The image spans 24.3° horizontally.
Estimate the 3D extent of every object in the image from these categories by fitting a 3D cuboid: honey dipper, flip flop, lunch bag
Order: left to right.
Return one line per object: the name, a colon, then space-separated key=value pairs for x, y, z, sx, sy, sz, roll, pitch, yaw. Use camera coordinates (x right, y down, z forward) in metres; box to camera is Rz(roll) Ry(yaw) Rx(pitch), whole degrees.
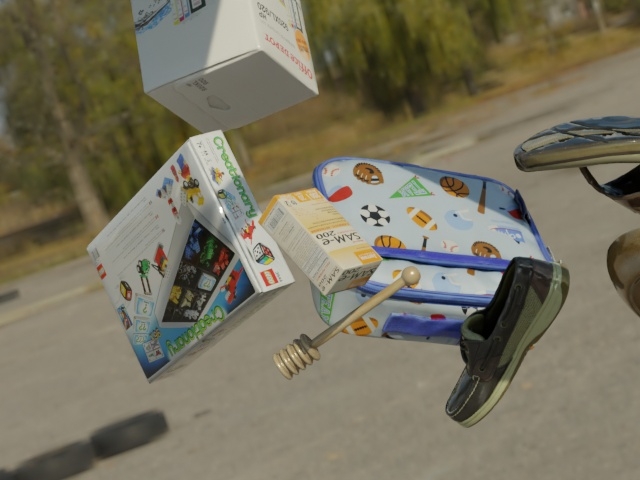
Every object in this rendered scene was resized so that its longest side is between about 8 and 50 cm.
honey dipper: x=0.028 y=0.075 z=1.390 sx=0.161 sy=0.030 sz=0.030 roll=-34 pitch=2 yaw=9
lunch bag: x=0.132 y=0.021 z=1.723 sx=0.303 sy=0.115 sz=0.243 roll=6 pitch=40 yaw=-20
flip flop: x=0.310 y=-0.061 z=1.310 sx=0.277 sy=0.080 sz=0.112 roll=3 pitch=16 yaw=1

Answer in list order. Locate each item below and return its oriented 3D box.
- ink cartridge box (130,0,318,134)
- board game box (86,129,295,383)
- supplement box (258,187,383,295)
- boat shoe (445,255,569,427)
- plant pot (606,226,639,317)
ink cartridge box: x=-0.127 y=-0.283 z=1.898 sx=0.168 sy=0.232 sz=0.171 roll=-19 pitch=-23 yaw=21
board game box: x=-0.160 y=0.027 z=1.727 sx=0.053 sy=0.193 sz=0.305 roll=-18 pitch=-12 yaw=-38
supplement box: x=0.000 y=0.000 z=1.332 sx=0.062 sy=0.098 sz=0.036 roll=-14 pitch=-35 yaw=-52
boat shoe: x=0.183 y=0.103 z=1.583 sx=0.223 sy=0.073 sz=0.080 roll=-60 pitch=13 yaw=30
plant pot: x=0.366 y=0.054 z=1.313 sx=0.236 sy=0.032 sz=0.236 roll=17 pitch=-21 yaw=7
